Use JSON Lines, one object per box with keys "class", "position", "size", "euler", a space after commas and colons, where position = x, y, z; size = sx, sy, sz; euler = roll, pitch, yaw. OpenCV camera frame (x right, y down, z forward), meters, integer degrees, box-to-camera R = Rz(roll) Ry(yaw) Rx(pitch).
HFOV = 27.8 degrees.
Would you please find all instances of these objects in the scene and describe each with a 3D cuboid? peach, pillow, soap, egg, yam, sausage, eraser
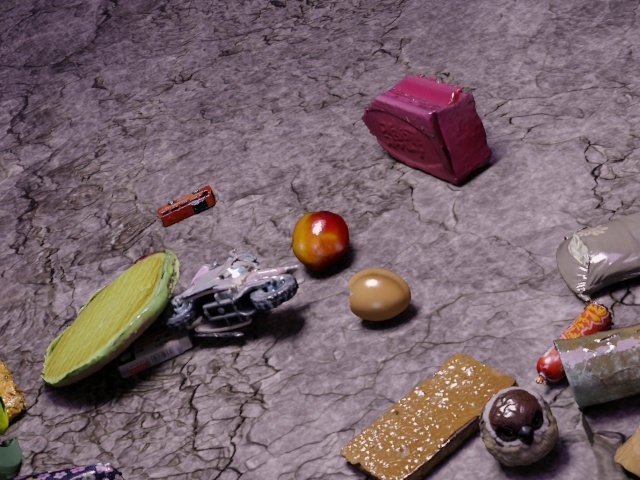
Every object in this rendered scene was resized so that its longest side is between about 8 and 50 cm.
{"class": "peach", "position": [0.000, 0.001, 2.096], "size": [0.100, 0.101, 0.101], "euler": [-17, 31, 10]}
{"class": "pillow", "position": [0.458, -0.002, 1.829], "size": [0.255, 0.059, 0.169], "euler": [-18, 28, 10]}
{"class": "soap", "position": [0.177, -0.202, 2.236], "size": [0.099, 0.162, 0.250], "euler": [-39, 32, -15]}
{"class": "egg", "position": [0.088, 0.080, 1.921], "size": [0.096, 0.080, 0.080], "euler": [-10, 32, 26]}
{"class": "yam", "position": [0.424, 0.138, 1.596], "size": [0.259, 0.093, 0.093], "euler": [-15, 31, 12]}
{"class": "sausage", "position": [0.327, 0.140, 1.703], "size": [0.050, 0.048, 0.145], "euler": [41, 63, 15]}
{"class": "eraser", "position": [-0.265, 0.173, 2.056], "size": [0.122, 0.029, 0.052], "euler": [-24, 30, -2]}

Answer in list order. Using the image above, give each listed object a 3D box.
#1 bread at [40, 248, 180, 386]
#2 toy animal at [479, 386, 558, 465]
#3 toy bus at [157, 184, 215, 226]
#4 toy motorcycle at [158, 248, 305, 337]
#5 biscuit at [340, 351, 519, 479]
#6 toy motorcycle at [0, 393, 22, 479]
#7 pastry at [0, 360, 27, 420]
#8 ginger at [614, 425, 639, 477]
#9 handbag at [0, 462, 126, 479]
{"class": "bread", "position": [-0.340, 0.131, 2.091], "size": [0.301, 0.045, 0.301], "euler": [-36, 19, 15]}
{"class": "toy animal", "position": [0.236, 0.217, 1.594], "size": [0.098, 0.098, 0.137], "euler": [-24, 24, -2]}
{"class": "toy bus", "position": [-0.250, -0.064, 2.421], "size": [0.110, 0.031, 0.043], "euler": [-25, 33, -1]}
{"class": "toy motorcycle", "position": [-0.125, 0.064, 2.053], "size": [0.239, 0.108, 0.204], "euler": [2, 28, 20]}
{"class": "biscuit", "position": [0.143, 0.236, 1.690], "size": [0.231, 0.025, 0.131], "euler": [-36, 32, -21]}
{"class": "toy motorcycle", "position": [-0.551, 0.321, 1.810], "size": [0.191, 0.200, 0.326], "euler": [-23, 1, 3]}
{"class": "pastry", "position": [-0.522, 0.245, 2.085], "size": [0.080, 0.056, 0.140], "euler": [-40, 33, -13]}
{"class": "ginger", "position": [0.423, 0.209, 1.470], "size": [0.193, 0.122, 0.115], "euler": [-26, 50, 6]}
{"class": "handbag", "position": [-0.346, 0.397, 1.660], "size": [0.228, 0.127, 0.208], "euler": [-9, 43, 7]}
